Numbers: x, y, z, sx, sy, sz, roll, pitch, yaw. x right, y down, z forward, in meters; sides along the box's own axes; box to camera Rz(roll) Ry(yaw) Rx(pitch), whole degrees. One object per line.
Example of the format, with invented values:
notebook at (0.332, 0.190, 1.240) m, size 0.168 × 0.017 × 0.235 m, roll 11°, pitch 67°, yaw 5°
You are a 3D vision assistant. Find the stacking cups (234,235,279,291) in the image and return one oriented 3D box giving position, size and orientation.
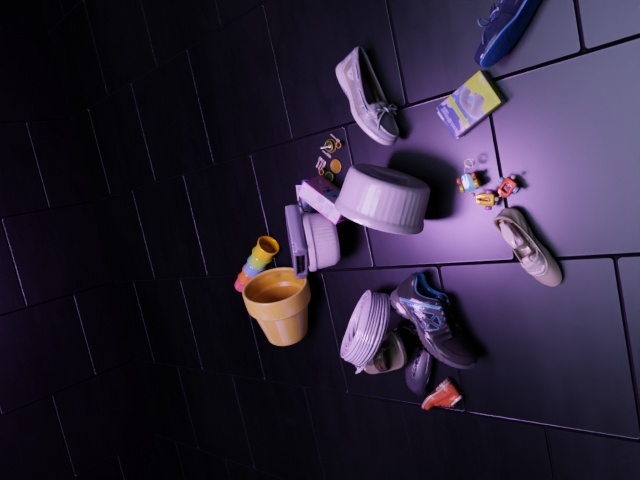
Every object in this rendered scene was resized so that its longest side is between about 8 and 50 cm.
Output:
stacking cups at (-0.282, 0.111, 2.179) m, size 0.096 × 0.096 × 0.316 m, roll 53°, pitch 131°, yaw 17°

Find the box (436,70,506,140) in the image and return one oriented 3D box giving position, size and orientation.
box at (0.405, -0.369, 1.440) m, size 0.178 × 0.042 × 0.108 m, roll -39°, pitch 76°, yaw 41°

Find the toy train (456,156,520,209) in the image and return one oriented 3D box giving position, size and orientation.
toy train at (0.466, -0.158, 1.451) m, size 0.166 × 0.046 × 0.125 m, roll 38°, pitch 124°, yaw 24°

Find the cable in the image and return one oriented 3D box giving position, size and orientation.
cable at (0.151, 0.291, 1.746) m, size 0.089 × 0.257 × 0.257 m, roll 20°, pitch 145°, yaw -5°

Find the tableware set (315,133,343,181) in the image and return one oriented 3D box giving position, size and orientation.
tableware set at (0.035, -0.284, 1.817) m, size 0.104 × 0.024 × 0.154 m, roll 45°, pitch 128°, yaw 22°

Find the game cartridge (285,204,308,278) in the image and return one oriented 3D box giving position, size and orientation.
game cartridge at (-0.086, 0.000, 1.868) m, size 0.297 × 0.062 × 0.197 m, roll 92°, pitch 171°, yaw -67°

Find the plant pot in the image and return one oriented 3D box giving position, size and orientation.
plant pot at (-0.153, 0.268, 2.024) m, size 0.254 × 0.254 × 0.238 m, roll 14°, pitch 126°, yaw 39°

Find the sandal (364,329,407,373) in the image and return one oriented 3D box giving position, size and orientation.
sandal at (0.205, 0.405, 1.796) m, size 0.302 × 0.086 × 0.120 m, roll -52°, pitch 55°, yaw 53°

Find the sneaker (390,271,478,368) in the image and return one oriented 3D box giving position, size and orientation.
sneaker at (0.362, 0.248, 1.616) m, size 0.341 × 0.125 × 0.139 m, roll 46°, pitch 127°, yaw 21°

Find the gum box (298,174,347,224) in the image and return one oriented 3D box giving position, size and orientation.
gum box at (0.031, -0.139, 1.795) m, size 0.188 × 0.107 × 0.062 m, roll 39°, pitch 127°, yaw 19°

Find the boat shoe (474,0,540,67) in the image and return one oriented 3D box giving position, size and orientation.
boat shoe at (0.466, -0.559, 1.302) m, size 0.089 × 0.109 × 0.258 m, roll 47°, pitch 113°, yaw 30°

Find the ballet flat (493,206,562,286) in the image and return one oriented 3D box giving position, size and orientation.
ballet flat at (0.550, 0.025, 1.404) m, size 0.086 × 0.086 × 0.248 m, roll -43°, pitch 74°, yaw 41°

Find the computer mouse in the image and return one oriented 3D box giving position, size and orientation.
computer mouse at (0.300, 0.402, 1.765) m, size 0.184 × 0.060 × 0.261 m, roll 22°, pitch 117°, yaw 35°

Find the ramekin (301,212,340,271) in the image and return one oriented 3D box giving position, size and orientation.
ramekin at (0.000, 0.000, 1.823) m, size 0.207 × 0.109 × 0.206 m, roll 171°, pitch 90°, yaw -85°

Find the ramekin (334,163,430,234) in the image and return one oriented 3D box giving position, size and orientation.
ramekin at (0.191, -0.131, 1.558) m, size 0.277 × 0.277 × 0.135 m, roll 28°, pitch 113°, yaw 33°

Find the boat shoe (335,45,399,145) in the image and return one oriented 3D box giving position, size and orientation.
boat shoe at (0.155, -0.438, 1.599) m, size 0.103 × 0.118 × 0.320 m, roll -38°, pitch 70°, yaw 47°

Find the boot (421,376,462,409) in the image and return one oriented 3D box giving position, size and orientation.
boot at (0.398, 0.528, 1.719) m, size 0.084 × 0.059 × 0.157 m, roll 46°, pitch 128°, yaw 16°

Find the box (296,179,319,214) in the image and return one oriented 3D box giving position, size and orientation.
box at (-0.049, -0.156, 1.932) m, size 0.081 × 0.028 × 0.136 m, roll 4°, pitch 107°, yaw 42°
